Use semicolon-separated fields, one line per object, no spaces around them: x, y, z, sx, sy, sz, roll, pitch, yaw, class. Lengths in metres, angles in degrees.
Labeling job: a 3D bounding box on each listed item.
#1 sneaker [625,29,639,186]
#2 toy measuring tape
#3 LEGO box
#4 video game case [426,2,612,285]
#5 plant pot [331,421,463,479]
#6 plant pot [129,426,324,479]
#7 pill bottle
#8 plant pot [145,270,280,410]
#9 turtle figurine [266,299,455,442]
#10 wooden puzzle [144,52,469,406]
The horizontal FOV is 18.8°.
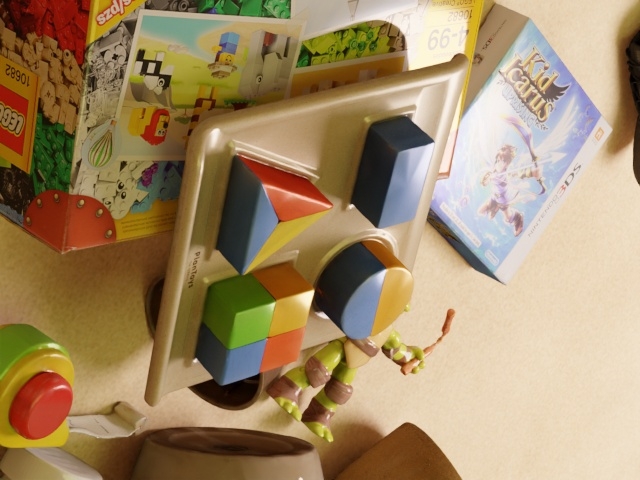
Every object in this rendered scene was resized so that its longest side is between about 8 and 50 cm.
0.438;-0.205;2.472;0.130;0.109;0.286;3;101;-41;sneaker
-0.264;0.143;1.924;0.330;0.121;0.121;7;107;-58;toy measuring tape
-0.079;-0.225;1.825;0.500;0.193;0.372;-13;121;-42;LEGO box
0.217;-0.110;2.313;0.244;0.061;0.269;-56;140;-7;video game case
0.054;0.382;2.328;0.254;0.237;0.237;-28;132;-15;plant pot
-0.106;0.355;2.093;0.323;0.323;0.280;1;94;-47;plant pot
-0.315;0.316;1.955;0.121;0.121;0.221;24;94;-51;pill bottle
-0.069;0.068;2.047;0.165;0.167;0.167;-35;135;-38;plant pot
0.033;0.116;2.233;0.217;0.087;0.269;-49;148;-2;turtle figurine
0.000;0.000;1.835;0.348;0.080;0.322;-20;137;-36;wooden puzzle
